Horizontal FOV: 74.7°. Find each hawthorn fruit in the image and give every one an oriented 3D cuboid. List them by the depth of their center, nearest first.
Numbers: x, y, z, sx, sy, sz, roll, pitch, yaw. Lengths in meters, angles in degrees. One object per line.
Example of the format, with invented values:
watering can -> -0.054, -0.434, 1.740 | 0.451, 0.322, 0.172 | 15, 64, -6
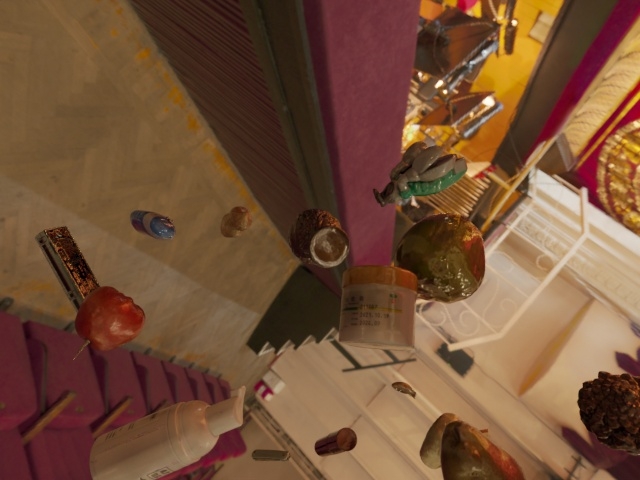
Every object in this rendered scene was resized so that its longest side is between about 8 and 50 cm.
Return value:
hawthorn fruit -> -0.423, 0.157, 0.832 | 0.125, 0.125, 0.140 | -58, 169, 25

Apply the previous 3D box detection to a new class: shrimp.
shrimp -> 0.257, 0.460, 1.295 | 0.108, 0.059, 0.023 | 48, 42, -36

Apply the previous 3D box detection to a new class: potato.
potato -> 0.407, 0.619, 1.054 | 0.202, 0.351, 0.218 | -21, -172, 47

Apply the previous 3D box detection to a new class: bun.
bun -> 0.442, 0.705, 1.446 | 0.222, 0.127, 0.223 | -28, 130, -38

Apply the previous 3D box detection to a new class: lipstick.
lipstick -> 0.034, 0.560, 1.156 | 0.057, 0.057, 0.357 | -38, 164, -27

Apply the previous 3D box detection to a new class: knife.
knife -> -0.188, 0.805, 1.566 | 0.023, 0.162, 0.044 | 66, 28, -26

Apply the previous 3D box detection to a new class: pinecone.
pinecone -> 0.624, 0.359, 0.868 | 0.173, 0.173, 0.174 | -42, 160, -19

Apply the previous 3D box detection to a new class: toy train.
toy train -> -0.801, 0.152, 1.390 | 0.088, 0.407, 0.086 | -26, -176, 21

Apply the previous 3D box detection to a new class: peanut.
peanut -> -0.309, -0.067, 1.547 | 0.085, 0.104, 0.227 | 4, 164, -28

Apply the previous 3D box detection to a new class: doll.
doll -> 0.278, -0.187, 1.163 | 0.258, 0.195, 0.153 | -36, 119, -22

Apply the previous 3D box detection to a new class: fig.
fig -> 0.438, 0.053, 1.539 | 0.343, 0.343, 0.343 | -42, 160, -19

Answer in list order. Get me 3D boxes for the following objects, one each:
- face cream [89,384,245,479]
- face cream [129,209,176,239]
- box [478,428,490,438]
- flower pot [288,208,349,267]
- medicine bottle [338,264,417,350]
face cream -> -0.341, 0.469, 1.007 | 0.369, 0.146, 0.145 | -23, 159, 0
face cream -> -0.590, -0.052, 1.494 | 0.149, 0.263, 0.083 | 41, 71, -33
box -> 0.493, 0.629, 1.336 | 0.092, 0.058, 0.015 | -16, -151, 14
flower pot -> 0.000, 0.000, 1.941 | 0.267, 0.266, 0.267 | -48, -159, -2
medicine bottle -> 0.178, 0.214, 1.306 | 0.238, 0.237, 0.232 | 68, 27, -69
